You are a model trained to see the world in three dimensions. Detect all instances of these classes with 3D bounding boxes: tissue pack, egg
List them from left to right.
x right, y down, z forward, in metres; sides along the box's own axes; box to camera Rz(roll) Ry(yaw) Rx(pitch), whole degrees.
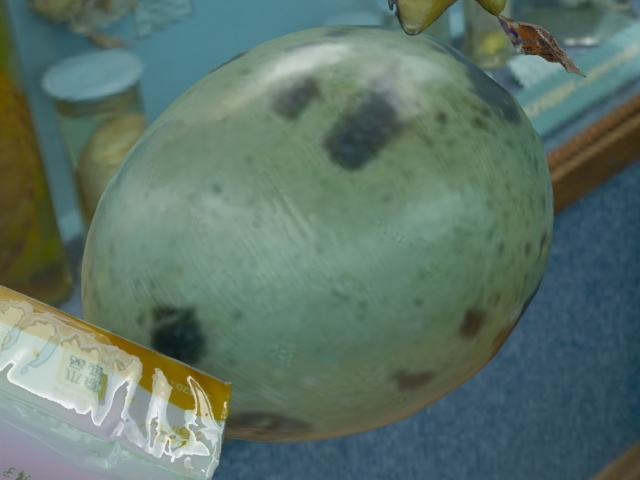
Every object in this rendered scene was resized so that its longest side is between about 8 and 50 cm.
[{"bbox_3d":[-0.207,0.149,1.071,0.225,0.185,0.124,25,35,-15],"label":"tissue pack"},{"bbox_3d":[0.000,0.000,1.277,0.428,0.345,0.345,-33,41,-26],"label":"egg"}]

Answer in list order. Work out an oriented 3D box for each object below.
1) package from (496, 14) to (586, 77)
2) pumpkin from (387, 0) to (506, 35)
[{"bbox_3d":[0.218,-0.200,1.497,0.033,0.077,0.111,-43,40,-8],"label":"package"},{"bbox_3d":[0.085,-0.252,0.801,0.130,0.254,0.149,-8,15,5],"label":"pumpkin"}]
